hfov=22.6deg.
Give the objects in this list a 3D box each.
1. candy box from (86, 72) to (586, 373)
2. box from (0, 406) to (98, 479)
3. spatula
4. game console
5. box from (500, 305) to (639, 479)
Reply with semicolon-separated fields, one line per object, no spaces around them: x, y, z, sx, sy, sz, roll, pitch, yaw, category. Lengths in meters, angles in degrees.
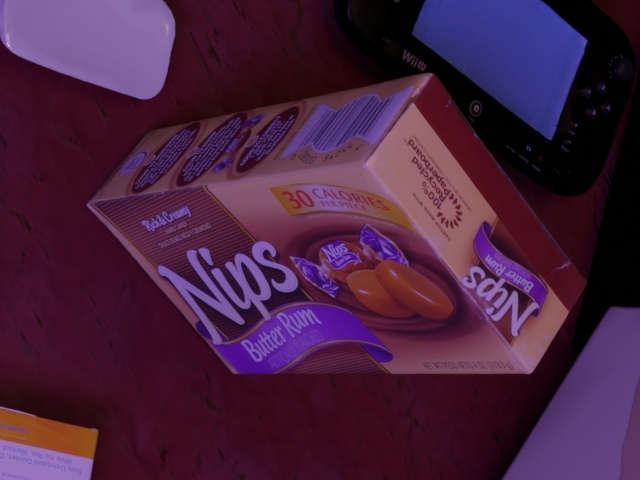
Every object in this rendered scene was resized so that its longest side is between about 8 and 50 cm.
0.000;0.000;0.637;0.109;0.187;0.053;51;57;-24;candy box
-0.134;0.131;0.607;0.081;0.028;0.136;20;73;-38;box
-0.151;-0.167;0.643;0.242;0.019;0.168;21;71;-38;spatula
0.142;-0.056;0.868;0.361;0.044;0.213;32;63;-33;game console
0.139;0.192;0.751;0.148;0.121;0.311;49;63;-27;box
